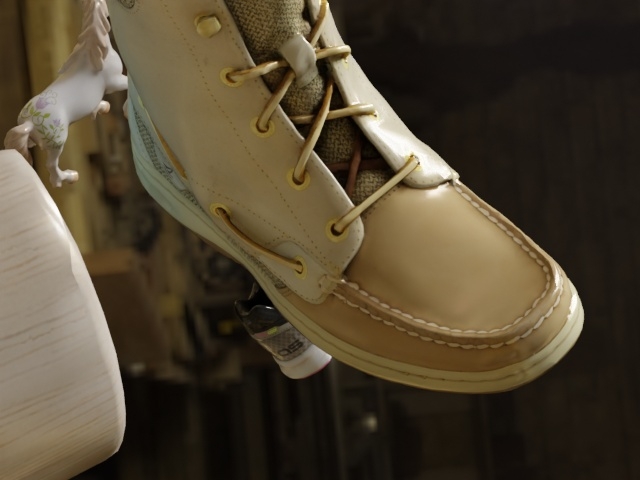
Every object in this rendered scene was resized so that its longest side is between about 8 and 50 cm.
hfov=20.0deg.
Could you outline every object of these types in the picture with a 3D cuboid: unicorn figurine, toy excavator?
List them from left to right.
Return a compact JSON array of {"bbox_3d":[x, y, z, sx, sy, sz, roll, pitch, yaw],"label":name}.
[{"bbox_3d":[-0.246,-0.025,0.775,0.433,0.222,0.445,58,-22,16],"label":"toy excavator"},{"bbox_3d":[-0.173,-0.111,1.305,0.111,0.060,0.162,75,37,-59],"label":"unicorn figurine"}]

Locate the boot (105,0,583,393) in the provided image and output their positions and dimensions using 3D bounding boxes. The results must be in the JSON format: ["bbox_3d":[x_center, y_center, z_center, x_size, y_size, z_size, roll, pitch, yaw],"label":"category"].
[{"bbox_3d":[-0.005,-0.061,0.774,0.262,0.095,0.203,36,-27,35],"label":"boot"}]

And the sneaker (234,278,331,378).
[{"bbox_3d":[0.000,0.000,1.160,0.075,0.063,0.170,34,78,-36],"label":"sneaker"}]
